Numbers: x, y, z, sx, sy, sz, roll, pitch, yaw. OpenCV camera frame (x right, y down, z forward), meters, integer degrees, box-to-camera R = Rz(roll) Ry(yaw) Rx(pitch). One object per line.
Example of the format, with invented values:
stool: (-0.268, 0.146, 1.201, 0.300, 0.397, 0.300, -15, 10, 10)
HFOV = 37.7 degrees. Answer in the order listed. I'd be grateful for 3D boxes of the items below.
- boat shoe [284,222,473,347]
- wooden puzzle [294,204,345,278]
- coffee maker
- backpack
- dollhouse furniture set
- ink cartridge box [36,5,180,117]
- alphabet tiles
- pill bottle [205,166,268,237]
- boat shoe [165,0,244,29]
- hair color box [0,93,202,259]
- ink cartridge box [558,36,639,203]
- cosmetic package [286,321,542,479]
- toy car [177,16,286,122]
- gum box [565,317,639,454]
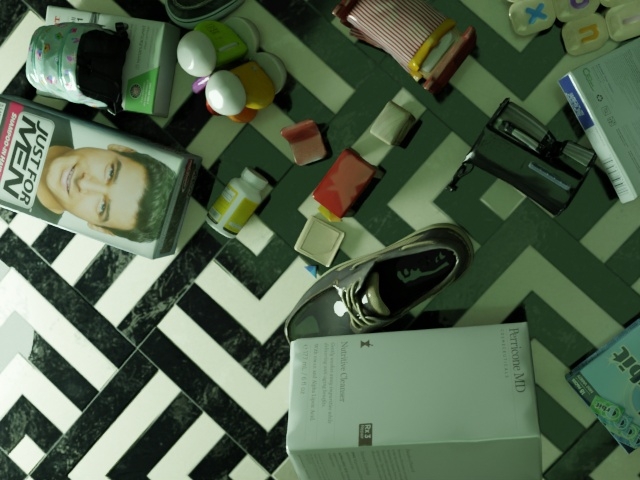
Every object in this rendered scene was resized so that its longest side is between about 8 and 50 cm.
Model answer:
boat shoe: (0.085, 0.080, 1.550, 0.355, 0.130, 0.132, -33, 87, 11)
wooden puzzle: (0.000, 0.000, 1.621, 0.078, 0.014, 0.116, 35, 100, 11)
coffee maker: (0.328, -0.115, 1.509, 0.178, 0.120, 0.171, 34, 124, 8)
backpack: (-0.383, -0.279, 1.493, 0.115, 0.182, 0.152, 3, 95, 10)
dollhouse furniture set: (0.067, -0.239, 1.519, 0.201, 0.152, 0.374, 37, 100, 6)
ink cartridge box: (-0.369, -0.310, 1.629, 0.219, 0.092, 0.160, 10, 96, 9)
alphabet tiles: (0.416, -0.440, 1.459, 0.277, 0.021, 0.284, -17, 110, 13)
pill bottle: (-0.142, -0.067, 1.617, 0.065, 0.065, 0.116, 38, 100, 6)
boat shoe: (-0.136, -0.485, 1.557, 0.335, 0.119, 0.121, -39, 86, 11)
hair color box: (-0.417, -0.115, 1.643, 0.374, 0.113, 0.186, 19, 97, 8)
ink cartridge box: (0.512, -0.202, 1.468, 0.224, 0.045, 0.223, -26, 88, -19)
cosmetic package: (0.151, 0.267, 1.488, 0.384, 0.156, 0.217, -8, 48, 10)
toy car: (-0.161, -0.279, 1.580, 0.182, 0.159, 0.136, 53, 138, 3)
gum box: (0.521, 0.228, 1.522, 0.184, 0.041, 0.157, -40, 87, 11)
